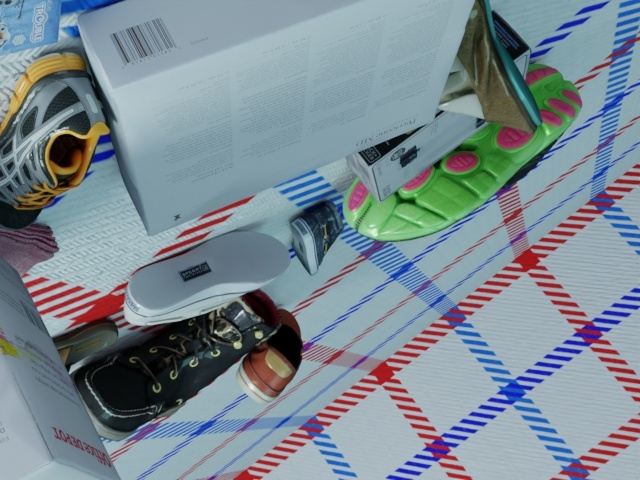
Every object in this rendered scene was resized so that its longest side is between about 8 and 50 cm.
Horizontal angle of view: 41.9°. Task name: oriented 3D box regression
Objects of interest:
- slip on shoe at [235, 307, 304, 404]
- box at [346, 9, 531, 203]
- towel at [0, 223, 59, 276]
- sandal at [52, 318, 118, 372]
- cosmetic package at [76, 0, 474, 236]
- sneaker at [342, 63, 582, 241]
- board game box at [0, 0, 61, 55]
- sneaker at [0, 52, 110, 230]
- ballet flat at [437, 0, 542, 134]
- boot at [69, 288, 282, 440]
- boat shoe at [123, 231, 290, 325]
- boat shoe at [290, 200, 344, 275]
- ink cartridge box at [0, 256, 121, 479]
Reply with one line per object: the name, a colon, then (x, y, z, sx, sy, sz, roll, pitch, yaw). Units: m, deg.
slip on shoe: (-0.075, 0.201, 1.588, 0.101, 0.123, 0.331, -44, -175, 13)
box: (0.171, -0.195, 1.259, 0.290, 0.087, 0.169, -36, 162, -1)
towel: (-0.457, 0.087, 0.873, 0.329, 0.037, 0.237, -41, 161, 14)
sandal: (-0.384, 0.186, 1.207, 0.219, 0.060, 0.090, -23, 157, -36)
cosmetic package: (-0.035, -0.168, 0.866, 0.377, 0.097, 0.284, -23, 157, -15)
sneaker: (0.254, -0.120, 1.444, 0.482, 0.185, 0.202, -30, 157, -18)
board game box: (-0.243, -0.180, 0.639, 0.090, 0.020, 0.090, -26, 159, -33)
sneaker: (-0.260, -0.072, 0.775, 0.084, 0.083, 0.215, -20, 157, -45)
ballet flat: (0.183, -0.233, 1.067, 0.124, 0.116, 0.342, -24, 146, 17)
boot: (-0.226, 0.185, 1.369, 0.284, 0.138, 0.377, -38, 166, 7)
boat shoe: (-0.170, 0.065, 1.257, 0.267, 0.096, 0.088, -23, 161, -34)
boat shoe: (0.000, 0.000, 1.451, 0.083, 0.065, 0.183, -32, 160, -12)
ink cartridge box: (-0.342, 0.147, 0.748, 0.197, 0.270, 0.198, -31, 159, -9)
